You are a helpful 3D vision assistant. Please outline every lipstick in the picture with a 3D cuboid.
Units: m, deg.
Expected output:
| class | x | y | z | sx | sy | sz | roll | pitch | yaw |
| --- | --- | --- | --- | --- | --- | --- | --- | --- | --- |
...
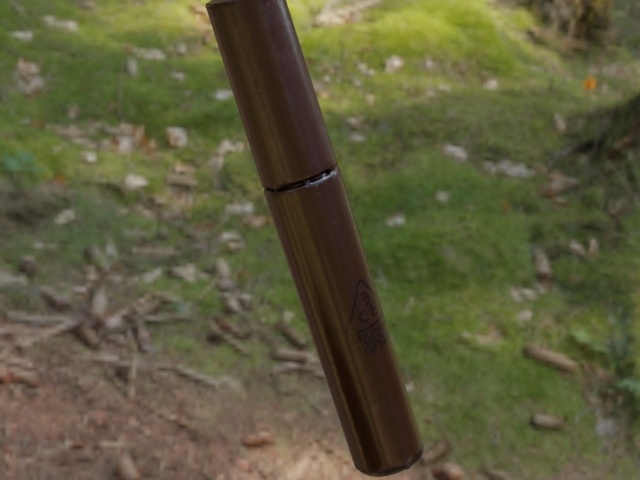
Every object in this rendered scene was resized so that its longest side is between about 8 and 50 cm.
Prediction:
| class | x | y | z | sx | sy | sz | roll | pitch | yaw |
| --- | --- | --- | --- | --- | --- | --- | --- | --- | --- |
| lipstick | 0.000 | 0.000 | 0.937 | 0.057 | 0.357 | 0.057 | -16 | 16 | 5 |
